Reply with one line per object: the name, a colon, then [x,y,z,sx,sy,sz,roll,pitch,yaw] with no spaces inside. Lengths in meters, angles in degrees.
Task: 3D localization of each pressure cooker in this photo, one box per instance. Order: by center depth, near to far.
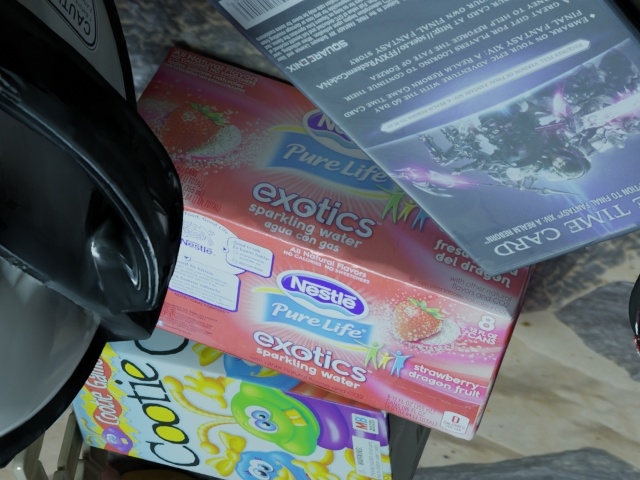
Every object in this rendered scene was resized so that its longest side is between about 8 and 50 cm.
pressure cooker: [-0.286,-0.044,0.787,0.420,0.370,0.376,-4,104,28]

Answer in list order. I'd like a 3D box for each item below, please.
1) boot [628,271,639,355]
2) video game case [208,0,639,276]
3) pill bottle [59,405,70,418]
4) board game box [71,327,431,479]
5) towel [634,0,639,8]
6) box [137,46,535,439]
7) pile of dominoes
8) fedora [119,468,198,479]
boot: [0.234,0.055,1.003,0.088,0.176,0.244,18,141,17]
video game case: [0.094,-0.090,0.869,0.196,0.026,0.274,-21,130,39]
pill bottle: [-0.308,0.079,1.380,0.117,0.118,0.208,-5,132,33]
board game box: [-0.052,0.098,1.239,0.275,0.144,0.142,10,138,17]
towel: [0.236,-0.249,0.727,0.247,0.038,0.325,-6,135,10]
box: [0.000,0.000,1.100,0.299,0.142,0.154,19,141,8]
pile of dominoes: [-0.217,0.139,1.289,0.040,0.251,0.196,1,137,8]
fedora: [-0.156,0.285,1.560,0.194,0.079,0.194,11,141,9]
